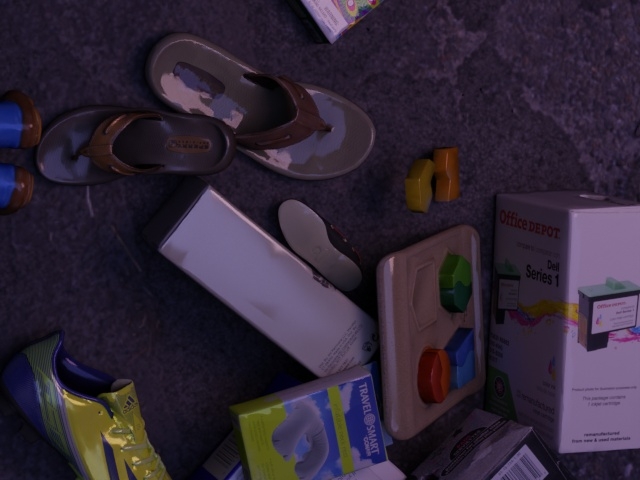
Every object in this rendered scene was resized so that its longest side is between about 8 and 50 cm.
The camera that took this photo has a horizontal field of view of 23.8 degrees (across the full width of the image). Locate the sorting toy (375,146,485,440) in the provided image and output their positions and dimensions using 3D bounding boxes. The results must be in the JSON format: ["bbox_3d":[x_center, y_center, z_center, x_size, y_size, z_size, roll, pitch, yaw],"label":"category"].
[{"bbox_3d":[0.134,0.054,1.734,0.229,0.041,0.307,-18,108,-59],"label":"sorting toy"}]

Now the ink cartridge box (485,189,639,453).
[{"bbox_3d":[0.289,0.087,1.769,0.117,0.201,0.278,0,97,-19],"label":"ink cartridge box"}]

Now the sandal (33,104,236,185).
[{"bbox_3d":[-0.202,-0.099,1.634,0.219,0.060,0.090,3,99,1],"label":"sandal"}]

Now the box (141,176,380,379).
[{"bbox_3d":[-0.062,0.048,1.695,0.275,0.113,0.094,40,86,-21],"label":"box"}]

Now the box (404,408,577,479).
[{"bbox_3d":[0.163,0.332,1.686,0.247,0.142,0.163,-44,107,-14],"label":"box"}]

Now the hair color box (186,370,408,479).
[{"bbox_3d":[0.025,0.332,1.766,0.339,0.110,0.185,44,80,-17],"label":"hair color box"}]

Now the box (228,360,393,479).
[{"bbox_3d":[-0.003,0.209,1.660,0.178,0.042,0.109,-16,106,-17],"label":"box"}]

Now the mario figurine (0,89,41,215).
[{"bbox_3d":[-0.461,-0.115,1.556,0.320,0.170,0.198,9,58,-30],"label":"mario figurine"}]

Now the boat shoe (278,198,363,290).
[{"bbox_3d":[-0.001,0.001,1.747,0.049,0.042,0.133,-38,108,16],"label":"boat shoe"}]

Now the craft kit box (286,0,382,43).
[{"bbox_3d":[0.025,-0.391,1.695,0.246,0.061,0.250,-42,108,-12],"label":"craft kit box"}]

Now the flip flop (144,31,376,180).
[{"bbox_3d":[-0.064,-0.147,1.683,0.277,0.080,0.112,26,89,-20],"label":"flip flop"}]

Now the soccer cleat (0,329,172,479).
[{"bbox_3d":[-0.228,0.220,1.667,0.121,0.093,0.289,-41,106,5],"label":"soccer cleat"}]
